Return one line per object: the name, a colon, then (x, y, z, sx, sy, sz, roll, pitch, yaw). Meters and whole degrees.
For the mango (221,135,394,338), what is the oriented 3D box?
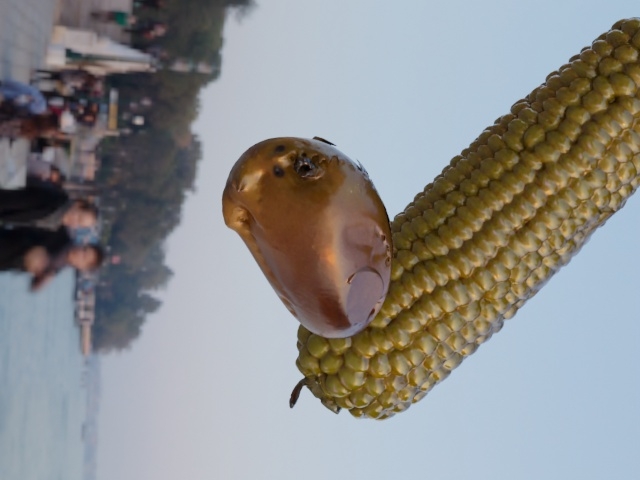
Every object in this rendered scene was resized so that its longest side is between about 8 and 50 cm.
mango: (0.000, 0.000, 0.513, 0.063, 0.077, 0.127, -51, 139, -31)

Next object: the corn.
corn: (0.100, -0.004, 0.637, 0.310, 0.101, 0.101, -44, -162, 2)
